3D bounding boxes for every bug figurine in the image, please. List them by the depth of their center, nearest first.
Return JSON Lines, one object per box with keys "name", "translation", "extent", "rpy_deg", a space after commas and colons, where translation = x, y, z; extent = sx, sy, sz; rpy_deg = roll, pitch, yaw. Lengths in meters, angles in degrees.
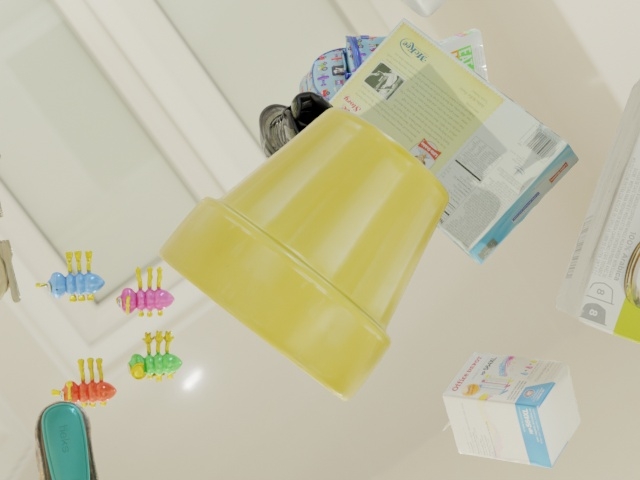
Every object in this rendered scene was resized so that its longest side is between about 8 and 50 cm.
{"name": "bug figurine", "translation": [-0.337, 0.153, 1.828], "extent": [0.216, 0.279, 0.072], "rpy_deg": [-7, -160, -10]}

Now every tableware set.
{"name": "tableware set", "translation": [-0.427, -0.015, 1.422], "extent": [0.128, 0.194, 0.039], "rpy_deg": [-4, -170, 30]}

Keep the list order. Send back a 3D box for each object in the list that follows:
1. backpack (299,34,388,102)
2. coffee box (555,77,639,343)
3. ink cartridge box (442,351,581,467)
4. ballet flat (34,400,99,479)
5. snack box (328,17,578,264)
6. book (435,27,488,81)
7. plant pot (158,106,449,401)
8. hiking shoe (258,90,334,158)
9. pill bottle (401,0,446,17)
{"name": "backpack", "translation": [0.054, -0.252, 1.830], "extent": [0.173, 0.117, 0.158], "rpy_deg": [0, -125, -4]}
{"name": "coffee box", "translation": [0.508, -0.011, 1.382], "extent": [0.338, 0.334, 0.337], "rpy_deg": [12, 98, -82]}
{"name": "ink cartridge box", "translation": [0.218, 0.197, 1.341], "extent": [0.143, 0.090, 0.092], "rpy_deg": [2, -149, 36]}
{"name": "ballet flat", "translation": [-0.353, 0.388, 1.616], "extent": [0.107, 0.316, 0.106], "rpy_deg": [1, 153, -16]}
{"name": "snack box", "translation": [0.159, -0.138, 1.507], "extent": [0.187, 0.322, 0.060], "rpy_deg": [-47, 148, 3]}
{"name": "book", "translation": [0.183, -0.253, 1.705], "extent": [0.144, 0.096, 0.035], "rpy_deg": [-24, -149, -23]}
{"name": "plant pot", "translation": [0.000, 0.000, 1.191], "extent": [0.239, 0.254, 0.254], "rpy_deg": [-52, -166, -4]}
{"name": "hiking shoe", "translation": [-0.013, -0.137, 1.387], "extent": [0.086, 0.114, 0.227], "rpy_deg": [-12, -148, -22]}
{"name": "pill bottle", "translation": [0.127, -0.290, 0.742], "extent": [0.278, 0.162, 0.162], "rpy_deg": [-43, -169, 6]}
